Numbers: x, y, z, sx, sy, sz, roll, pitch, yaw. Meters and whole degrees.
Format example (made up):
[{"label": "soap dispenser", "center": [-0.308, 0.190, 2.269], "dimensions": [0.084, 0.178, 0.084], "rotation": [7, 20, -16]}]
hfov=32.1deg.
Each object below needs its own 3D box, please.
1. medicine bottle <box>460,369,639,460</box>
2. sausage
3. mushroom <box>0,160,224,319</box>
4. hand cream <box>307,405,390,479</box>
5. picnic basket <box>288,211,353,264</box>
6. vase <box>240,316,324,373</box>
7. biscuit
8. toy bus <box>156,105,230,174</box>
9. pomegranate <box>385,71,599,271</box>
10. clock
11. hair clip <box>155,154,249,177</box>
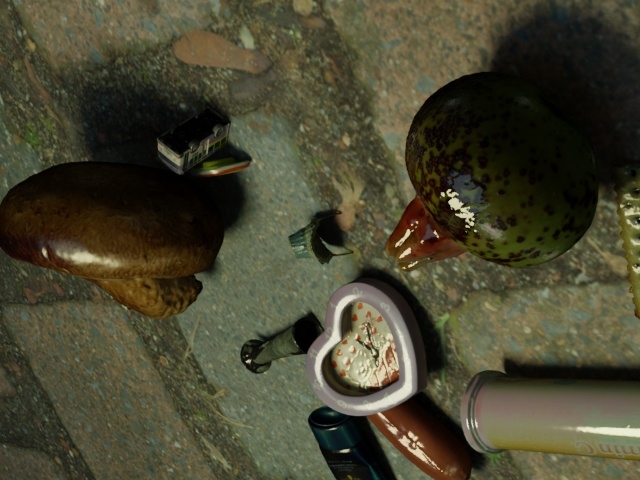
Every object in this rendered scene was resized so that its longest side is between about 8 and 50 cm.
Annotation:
[{"label": "medicine bottle", "center": [0.358, 0.208, 1.274], "dimensions": [0.426, 0.108, 0.108], "rotation": [-5, 115, 47]}, {"label": "sausage", "center": [0.137, 0.276, 1.588], "dimensions": [0.194, 0.077, 0.077], "rotation": [41, 142, 14]}, {"label": "mushroom", "center": [-0.312, -0.022, 1.651], "dimensions": [0.345, 0.345, 0.239], "rotation": [-36, 54, 54]}, {"label": "hand cream", "center": [0.070, 0.379, 1.773], "dimensions": [0.120, 0.061, 0.270], "rotation": [-3, 125, 43]}, {"label": "picnic basket", "center": [0.000, 0.000, 1.528], "dimensions": [0.083, 0.083, 0.065], "rotation": [-18, 110, 6]}, {"label": "vase", "center": [-0.061, 0.164, 1.723], "dimensions": [0.059, 0.059, 0.167], "rotation": [57, 143, -5]}, {"label": "biscuit", "center": [0.379, 0.014, 1.160], "dimensions": [0.144, 0.016, 0.203], "rotation": [13, 129, 41]}, {"label": "toy bus", "center": [-0.181, -0.140, 1.567], "dimensions": [0.052, 0.102, 0.058], "rotation": [38, 144, 19]}, {"label": "pomegranate", "center": [0.163, -0.054, 1.165], "dimensions": [0.248, 0.214, 0.214], "rotation": [-41, 86, 27]}, {"label": "clock", "center": [0.077, 0.156, 1.540], "dimensions": [0.172, 0.064, 0.198], "rotation": [31, 115, 23]}, {"label": "hair clip", "center": [-0.183, -0.111, 1.633], "dimensions": [0.188, 0.060, 0.033], "rotation": [11, 110, 47]}]
